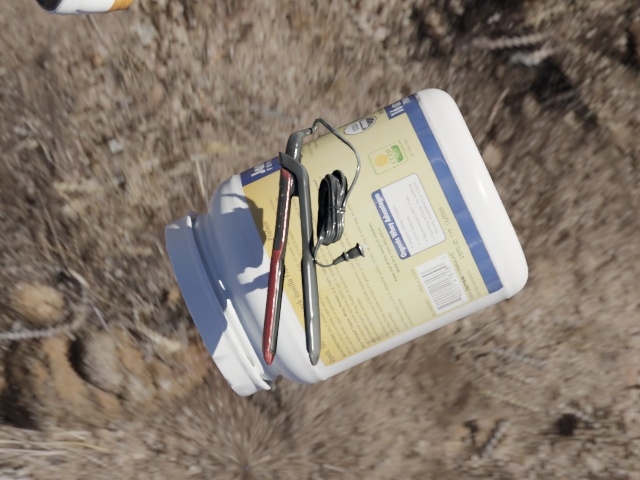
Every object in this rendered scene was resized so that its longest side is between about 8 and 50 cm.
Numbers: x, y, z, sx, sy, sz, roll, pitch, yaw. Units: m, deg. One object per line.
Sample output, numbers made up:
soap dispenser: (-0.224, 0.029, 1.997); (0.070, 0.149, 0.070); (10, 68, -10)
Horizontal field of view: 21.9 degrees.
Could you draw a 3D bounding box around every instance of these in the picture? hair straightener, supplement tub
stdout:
hair straightener: (0.000, 0.000, 1.486); (0.089, 0.047, 0.231); (3, 75, 6)
supplement tub: (0.025, 0.007, 1.661); (0.316, 0.228, 0.228); (-24, 84, 4)

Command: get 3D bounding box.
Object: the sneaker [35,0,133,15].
sneaker: (-0.287, -0.352, 1.808); (0.123, 0.106, 0.290); (-1, 54, -42)
